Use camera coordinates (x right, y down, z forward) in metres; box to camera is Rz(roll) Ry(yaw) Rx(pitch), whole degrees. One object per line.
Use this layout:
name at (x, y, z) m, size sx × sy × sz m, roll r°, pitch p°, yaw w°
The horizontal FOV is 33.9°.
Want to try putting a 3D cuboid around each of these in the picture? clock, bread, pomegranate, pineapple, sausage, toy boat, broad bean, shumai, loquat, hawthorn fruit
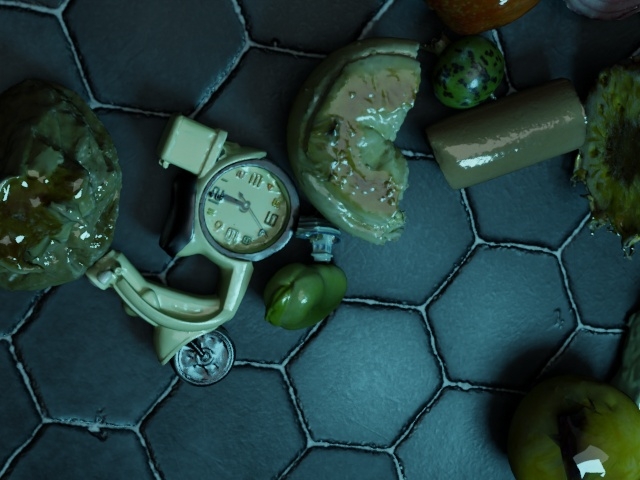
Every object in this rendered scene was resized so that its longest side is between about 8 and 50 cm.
clock at (-0.198, 0.017, 1.616) m, size 0.276 × 0.120 × 0.379 m, roll 26°, pitch 90°, yaw -19°
bread at (0.042, -0.151, 1.595) m, size 0.192 × 0.171 × 0.314 m, roll 0°, pitch 101°, yaw -9°
pomegranate at (0.215, -0.277, 1.643) m, size 0.161 × 0.122 × 0.122 m, roll 44°, pitch 90°, yaw 13°
pineapple at (0.587, -0.135, 1.642) m, size 0.300 × 0.352 × 0.352 m, roll 3°, pitch 101°, yaw -22°
sausage at (0.288, -0.166, 1.669) m, size 0.253 × 0.123 × 0.123 m, roll -19°, pitch 105°, yaw -6°
toy boat at (0.000, 0.000, 1.644) m, size 0.059 × 0.140 × 0.066 m, roll 0°, pitch 86°, yaw 17°
broad bean at (-0.023, 0.089, 1.638) m, size 0.124 × 0.174 × 0.082 m, roll -50°, pitch 62°, yaw 12°
shumai at (-0.426, -0.086, 1.443) m, size 0.267 × 0.262 × 0.314 m, roll 4°, pitch 87°, yaw 5°
loquat at (0.426, 0.334, 1.747) m, size 0.235 × 0.235 × 0.235 m, roll -2°, pitch 102°, yaw -11°
hawthorn fruit at (0.264, -0.425, 1.557) m, size 0.253 × 0.205 × 0.205 m, roll -26°, pitch 107°, yaw 21°

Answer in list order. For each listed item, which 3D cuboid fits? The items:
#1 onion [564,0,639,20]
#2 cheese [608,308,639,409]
onion at (0.458, -0.479, 1.655) m, size 0.250 × 0.111 × 0.247 m, roll -7°, pitch 122°, yaw -22°
cheese at (0.660, 0.216, 1.826) m, size 0.326 × 0.115 × 0.318 m, roll -23°, pitch 106°, yaw -9°
